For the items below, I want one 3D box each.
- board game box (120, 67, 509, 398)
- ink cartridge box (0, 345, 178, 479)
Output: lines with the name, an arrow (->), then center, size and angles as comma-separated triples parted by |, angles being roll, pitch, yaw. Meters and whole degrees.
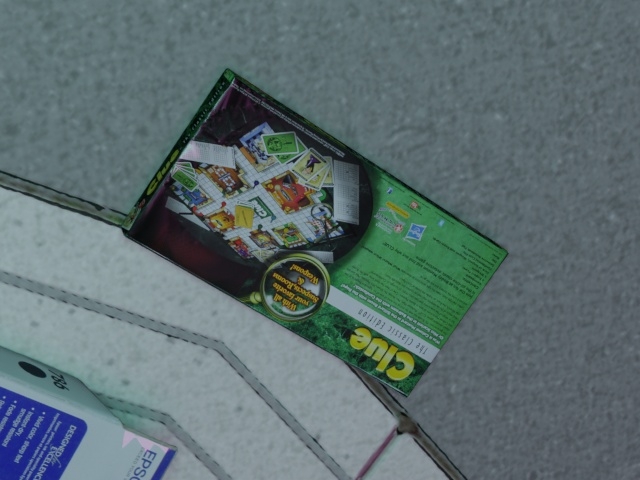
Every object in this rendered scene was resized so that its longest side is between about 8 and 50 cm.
board game box -> 0.000, 0.000, 1.194 | 0.259, 0.030, 0.136 | 32, 95, -27
ink cartridge box -> -0.279, 0.137, 1.129 | 0.332, 0.065, 0.165 | 27, 99, -25
